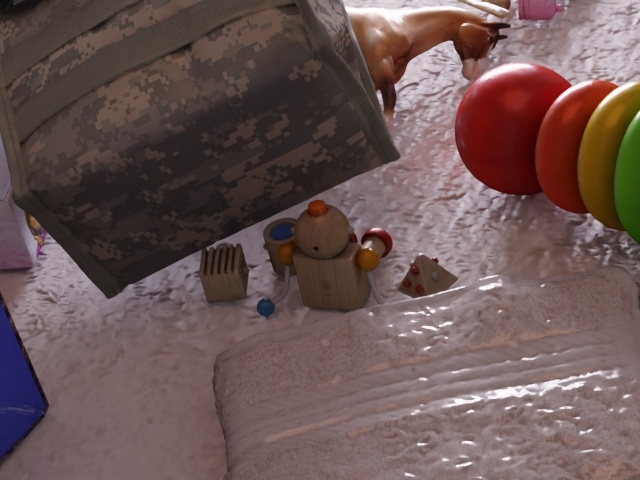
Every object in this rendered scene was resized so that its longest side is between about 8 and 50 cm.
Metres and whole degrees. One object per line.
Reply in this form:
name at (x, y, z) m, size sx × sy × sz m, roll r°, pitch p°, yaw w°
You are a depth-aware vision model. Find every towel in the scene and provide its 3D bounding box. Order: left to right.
towel at (0.076, 0.104, 1.067) m, size 0.282 × 0.049 × 0.187 m, roll -13°, pitch 37°, yaw 4°

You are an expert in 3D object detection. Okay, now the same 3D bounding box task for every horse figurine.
horse figurine at (-0.010, -0.133, 1.377) m, size 0.263 × 0.066 × 0.174 m, roll 10°, pitch 52°, yaw 25°

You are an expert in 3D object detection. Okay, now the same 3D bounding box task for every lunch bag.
lunch bag at (-0.104, -0.148, 1.269) m, size 0.235 × 0.169 × 0.287 m, roll -25°, pitch 51°, yaw 9°

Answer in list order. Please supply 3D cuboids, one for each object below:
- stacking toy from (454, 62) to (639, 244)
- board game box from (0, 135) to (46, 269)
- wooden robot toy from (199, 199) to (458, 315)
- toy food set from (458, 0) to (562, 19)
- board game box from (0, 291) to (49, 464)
stacking toy at (0.221, -0.045, 1.151) m, size 0.141 × 0.141 × 0.330 m, roll -39°, pitch 37°, yaw -27°
board game box at (-0.338, -0.090, 1.437) m, size 0.318 × 0.066 × 0.318 m, roll -5°, pitch 39°, yaw 15°
wooden robot toy at (0.000, 0.000, 1.196) m, size 0.173 × 0.079 × 0.076 m, roll 3°, pitch 42°, yaw 22°
toy food set at (0.169, -0.194, 1.427) m, size 0.122 × 0.019 × 0.078 m, roll -27°, pitch 37°, yaw -28°
board game box at (-0.351, 0.038, 1.149) m, size 0.291 × 0.232 × 0.141 m, roll 14°, pitch 46°, yaw 32°
